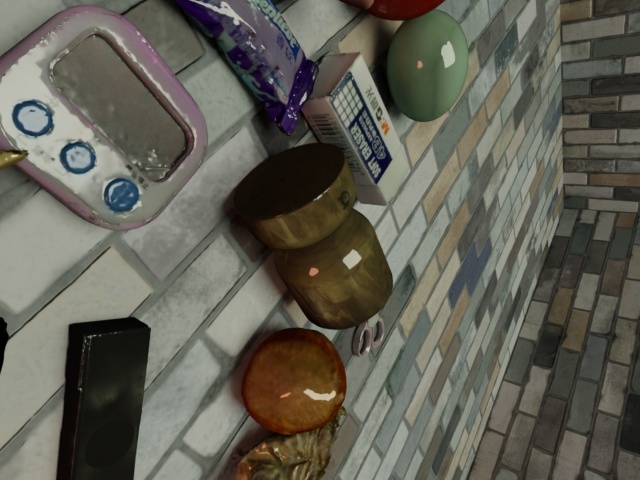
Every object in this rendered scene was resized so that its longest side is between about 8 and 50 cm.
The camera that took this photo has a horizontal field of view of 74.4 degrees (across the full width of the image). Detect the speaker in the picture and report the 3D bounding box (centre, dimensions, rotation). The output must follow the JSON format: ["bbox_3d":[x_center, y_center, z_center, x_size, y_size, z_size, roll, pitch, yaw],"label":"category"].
[{"bbox_3d":[-0.265,0.208,0.511,0.082,0.044,0.217,4,95,-51],"label":"speaker"}]

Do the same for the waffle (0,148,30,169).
[{"bbox_3d":[-0.335,-0.069,0.333,0.153,0.023,0.097,-36,114,-18],"label":"waffle"}]

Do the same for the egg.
[{"bbox_3d":[0.225,-0.364,0.897,0.168,0.168,0.230,-47,143,-35],"label":"egg"}]

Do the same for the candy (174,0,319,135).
[{"bbox_3d":[-0.095,-0.292,0.598,0.275,0.070,0.145,45,57,-41],"label":"candy"}]

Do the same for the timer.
[{"bbox_3d":[-0.231,-0.125,0.461,0.190,0.069,0.208,-58,136,-23],"label":"timer"}]

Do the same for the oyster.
[{"bbox_3d":[-0.049,0.379,0.749,0.341,0.110,0.166,-26,156,-50],"label":"oyster"}]

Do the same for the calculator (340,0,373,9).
[{"bbox_3d":[-0.024,-0.477,0.549,0.330,0.048,0.219,25,96,-22],"label":"calculator"}]

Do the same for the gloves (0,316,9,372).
[{"bbox_3d":[-0.357,0.081,0.320,0.181,0.107,0.129,35,72,-53],"label":"gloves"}]

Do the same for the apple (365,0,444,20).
[{"bbox_3d":[0.154,-0.537,0.738,0.261,0.217,0.260,-8,101,-50],"label":"apple"}]

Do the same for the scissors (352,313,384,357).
[{"bbox_3d":[0.117,0.153,0.986,0.118,0.031,0.241,-20,115,-49],"label":"scissors"}]

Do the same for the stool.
[{"bbox_3d":[0.000,0.000,0.690,0.179,0.179,0.264,-54,135,-29],"label":"stool"}]

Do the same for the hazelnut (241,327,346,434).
[{"bbox_3d":[-0.035,0.237,0.709,0.182,0.182,0.181,-14,109,-49],"label":"hazelnut"}]

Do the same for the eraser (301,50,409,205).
[{"bbox_3d":[0.074,-0.201,0.812,0.130,0.086,0.287,-59,137,-22],"label":"eraser"}]
